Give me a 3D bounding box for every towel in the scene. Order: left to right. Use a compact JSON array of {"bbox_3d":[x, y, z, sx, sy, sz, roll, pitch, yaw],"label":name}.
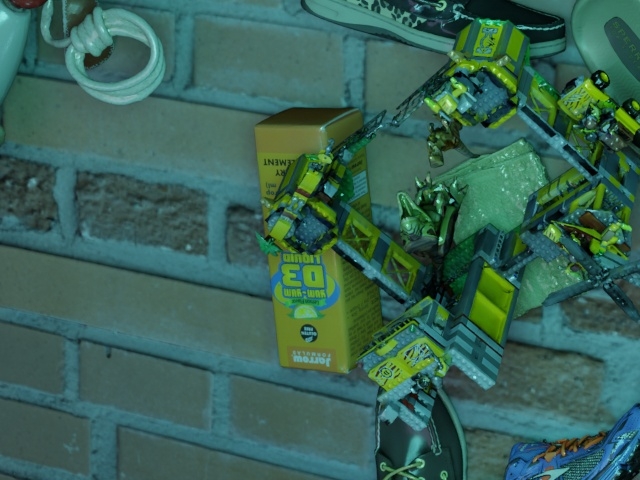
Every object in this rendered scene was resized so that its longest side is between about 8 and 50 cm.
[{"bbox_3d":[0.167,-0.007,1.635,0.110,0.027,0.148,-22,95,30],"label":"towel"}]

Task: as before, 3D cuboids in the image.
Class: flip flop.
[{"bbox_3d":[0.294,-0.090,1.512,0.112,0.080,0.277,-35,90,31],"label":"flip flop"}]

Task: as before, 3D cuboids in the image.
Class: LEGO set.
[{"bbox_3d":[0.099,0.003,1.495,0.331,0.192,0.255,-28,117,35],"label":"LEGO set"}]

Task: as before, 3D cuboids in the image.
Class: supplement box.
[{"bbox_3d":[0.000,0.000,1.693,0.078,0.080,0.233,2,109,28],"label":"supplement box"}]

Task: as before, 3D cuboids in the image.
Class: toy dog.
[{"bbox_3d":[-0.289,-0.196,1.758,0.333,0.161,0.220,-21,93,16],"label":"toy dog"}]

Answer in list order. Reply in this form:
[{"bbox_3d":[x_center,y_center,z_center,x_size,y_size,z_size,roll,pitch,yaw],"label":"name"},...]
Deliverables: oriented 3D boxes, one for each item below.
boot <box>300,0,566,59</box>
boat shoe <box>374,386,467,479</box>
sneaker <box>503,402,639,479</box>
[{"bbox_3d":[0.101,-0.252,1.555,0.236,0.085,0.179,16,111,22],"label":"boot"},{"bbox_3d":[0.092,0.228,1.725,0.081,0.068,0.228,-7,103,28],"label":"boat shoe"},{"bbox_3d":[0.207,0.208,1.658,0.221,0.083,0.087,-43,77,27],"label":"sneaker"}]
